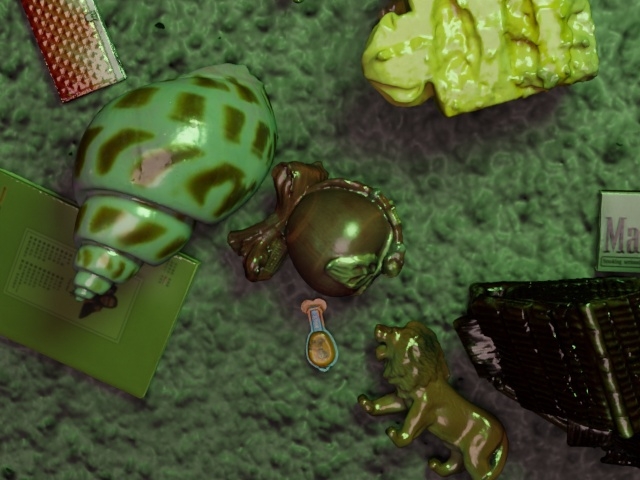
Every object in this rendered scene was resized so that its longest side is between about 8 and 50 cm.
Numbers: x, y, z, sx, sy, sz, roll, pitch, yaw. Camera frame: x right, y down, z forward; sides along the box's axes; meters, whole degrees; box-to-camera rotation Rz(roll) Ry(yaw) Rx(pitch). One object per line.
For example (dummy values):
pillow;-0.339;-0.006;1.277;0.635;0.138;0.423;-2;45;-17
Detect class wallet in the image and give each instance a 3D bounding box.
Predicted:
wallet;-0.360;-0.305;1.481;0.103;0.020;0.197;-20;97;8

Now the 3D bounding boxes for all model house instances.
model house;0.354;0.191;1.357;0.297;0.282;0.317;-18;97;8

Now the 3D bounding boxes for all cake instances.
cake;0.190;-0.281;1.324;0.286;0.227;0.222;-12;99;8

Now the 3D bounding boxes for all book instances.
book;-0.380;0.063;1.537;0.352;0.035;0.239;24;103;1

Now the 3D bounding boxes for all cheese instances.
cheese;-0.002;0.139;1.520;0.047;0.017;0.111;-10;98;4

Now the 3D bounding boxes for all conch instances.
conch;-0.214;-0.082;1.419;0.249;0.197;0.368;30;104;-16

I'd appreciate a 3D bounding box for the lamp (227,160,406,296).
lamp;0.008;0.003;1.443;0.223;0.151;0.215;42;106;34

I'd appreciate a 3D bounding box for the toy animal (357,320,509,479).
toy animal;0.174;0.247;1.484;0.312;0.097;0.157;42;95;-4

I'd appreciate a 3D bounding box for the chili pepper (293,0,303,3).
chili pepper;-0.014;-0.453;1.382;0.136;0.099;0.270;8;96;-5

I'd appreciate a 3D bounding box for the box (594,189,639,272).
box;0.473;-0.012;1.437;0.177;0.036;0.115;2;99;6
